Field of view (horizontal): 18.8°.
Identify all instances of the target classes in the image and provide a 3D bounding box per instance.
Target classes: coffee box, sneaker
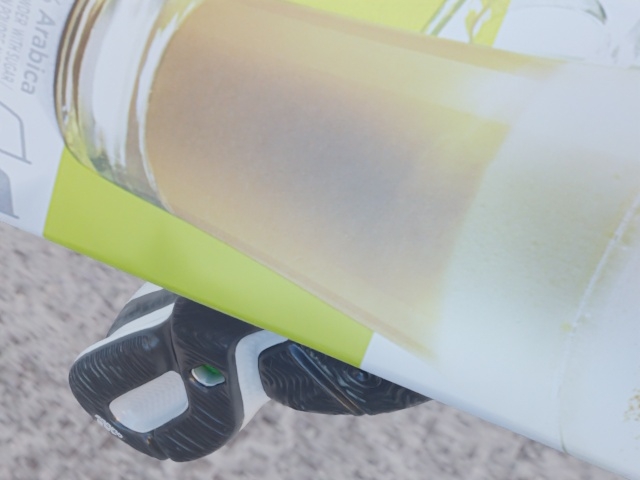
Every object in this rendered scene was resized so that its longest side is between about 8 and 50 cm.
[{"bbox_3d":[0.110,-0.168,0.663,0.334,0.338,0.337,23,128,3],"label":"coffee box"},{"bbox_3d":[-0.001,-0.001,1.446,0.169,0.447,0.257,45,52,-20],"label":"sneaker"}]
